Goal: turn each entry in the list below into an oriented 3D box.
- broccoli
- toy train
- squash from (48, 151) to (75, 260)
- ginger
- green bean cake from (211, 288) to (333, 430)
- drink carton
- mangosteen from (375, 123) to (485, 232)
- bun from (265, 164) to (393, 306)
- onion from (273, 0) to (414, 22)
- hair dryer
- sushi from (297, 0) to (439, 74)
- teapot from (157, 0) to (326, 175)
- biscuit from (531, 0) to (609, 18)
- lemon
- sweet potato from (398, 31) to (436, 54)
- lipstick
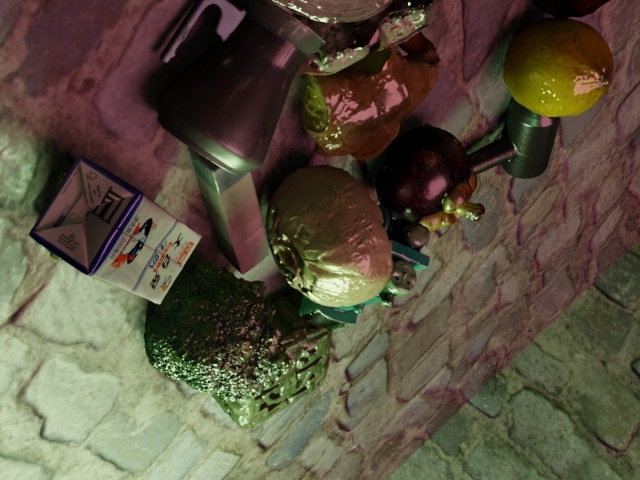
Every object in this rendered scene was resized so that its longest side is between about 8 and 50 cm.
[{"bbox_3d":[-0.174,0.152,1.916,0.241,0.261,0.269,-49,131,-60],"label":"broccoli"},{"bbox_3d":[0.084,0.055,2.075,0.120,0.298,0.194,24,67,-26],"label":"toy train"},{"bbox_3d":[-0.347,-0.044,1.544,0.052,0.052,0.183,-24,145,-38],"label":"squash"},{"bbox_3d":[0.094,-0.231,1.827,0.270,0.123,0.219,-17,137,-18],"label":"ginger"},{"bbox_3d":[-0.093,0.230,2.232,0.241,0.132,0.255,-27,148,-29],"label":"green bean cake"},{"bbox_3d":[-0.272,-0.004,1.561,0.131,0.106,0.315,-57,166,-5],"label":"drink carton"},{"bbox_3d":[0.214,-0.105,2.113,0.192,0.217,0.192,-49,166,-16],"label":"mangosteen"},{"bbox_3d":[0.000,0.000,1.904,0.152,0.259,0.259,-22,146,-25],"label":"bun"},{"bbox_3d":[-0.036,-0.421,1.380,0.348,0.159,0.267,5,132,-17],"label":"onion"},{"bbox_3d":[0.368,-0.210,2.346,0.302,0.116,0.244,-28,147,-20],"label":"hair dryer"},{"bbox_3d":[0.056,-0.316,1.681,0.273,0.134,0.109,-45,160,-3],"label":"sushi"},{"bbox_3d":[-0.118,-0.226,1.531,0.203,0.171,0.225,31,95,-33],"label":"teapot"},{"bbox_3d":[0.515,-0.590,2.032,0.407,0.091,0.407,-34,151,-21],"label":"biscuit"},{"bbox_3d":[0.458,-0.333,2.168,0.192,0.231,0.192,-17,117,-36],"label":"lemon"},{"bbox_3d":[0.141,-0.347,1.847,0.057,0.057,0.264,-46,155,-1],"label":"sweet potato"},{"bbox_3d":[-0.142,-0.058,1.812,0.068,0.066,0.317,-39,153,-16],"label":"lipstick"}]
